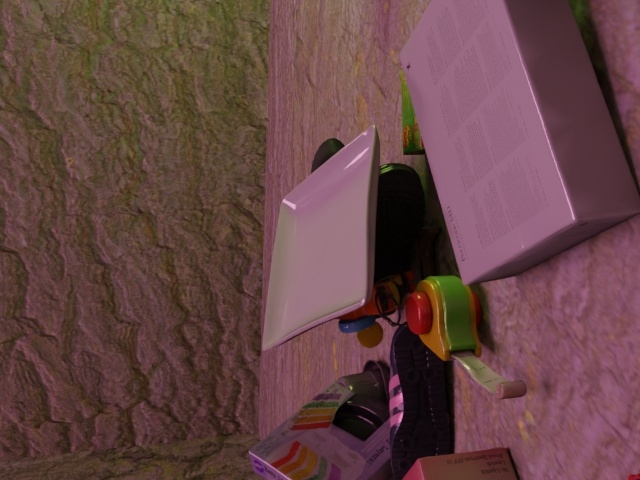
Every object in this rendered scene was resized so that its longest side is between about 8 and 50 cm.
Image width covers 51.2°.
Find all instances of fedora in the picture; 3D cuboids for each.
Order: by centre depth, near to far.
[{"bbox_3d":[0.088,0.411,1.548,0.243,0.124,0.275,-107,20,-48],"label":"fedora"}]

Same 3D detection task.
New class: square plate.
[{"bbox_3d":[0.007,0.009,1.234,0.344,0.049,0.347,-34,43,51],"label":"square plate"}]

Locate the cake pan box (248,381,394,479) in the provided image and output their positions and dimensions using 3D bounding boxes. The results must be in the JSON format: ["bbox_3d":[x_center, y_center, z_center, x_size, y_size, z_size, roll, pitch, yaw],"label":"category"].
[{"bbox_3d":[0.037,0.409,1.315,0.246,0.267,0.070,21,129,41],"label":"cake pan box"}]

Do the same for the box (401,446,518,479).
[{"bbox_3d":[0.220,0.436,0.958,0.127,0.149,0.232,105,157,-49],"label":"box"}]

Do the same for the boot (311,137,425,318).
[{"bbox_3d":[0.085,-0.104,1.483,0.445,0.146,0.367,-103,19,-53],"label":"boot"}]

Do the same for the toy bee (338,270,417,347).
[{"bbox_3d":[0.099,0.115,1.259,0.298,0.162,0.195,24,126,46],"label":"toy bee"}]

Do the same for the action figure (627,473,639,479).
[{"bbox_3d":[0.342,0.260,0.688,0.115,0.030,0.038,121,139,-70],"label":"action figure"}]

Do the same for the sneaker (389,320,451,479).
[{"bbox_3d":[0.181,0.303,1.239,0.131,0.112,0.319,-51,-37,-86],"label":"sneaker"}]

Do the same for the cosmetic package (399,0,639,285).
[{"bbox_3d":[0.229,-0.159,0.864,0.284,0.097,0.377,130,129,-67],"label":"cosmetic package"}]

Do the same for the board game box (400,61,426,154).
[{"bbox_3d":[0.183,-0.251,1.217,0.092,0.043,0.181,-176,85,-77],"label":"board game box"}]

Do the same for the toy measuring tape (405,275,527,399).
[{"bbox_3d":[0.213,0.125,1.018,0.330,0.121,0.121,-140,49,-72],"label":"toy measuring tape"}]

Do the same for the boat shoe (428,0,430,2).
[{"bbox_3d":[0.197,-0.394,1.062,0.070,0.078,0.219,98,159,-45],"label":"boat shoe"}]

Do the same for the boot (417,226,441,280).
[{"bbox_3d":[0.199,0.034,1.209,0.106,0.037,0.114,91,178,-82],"label":"boot"}]
